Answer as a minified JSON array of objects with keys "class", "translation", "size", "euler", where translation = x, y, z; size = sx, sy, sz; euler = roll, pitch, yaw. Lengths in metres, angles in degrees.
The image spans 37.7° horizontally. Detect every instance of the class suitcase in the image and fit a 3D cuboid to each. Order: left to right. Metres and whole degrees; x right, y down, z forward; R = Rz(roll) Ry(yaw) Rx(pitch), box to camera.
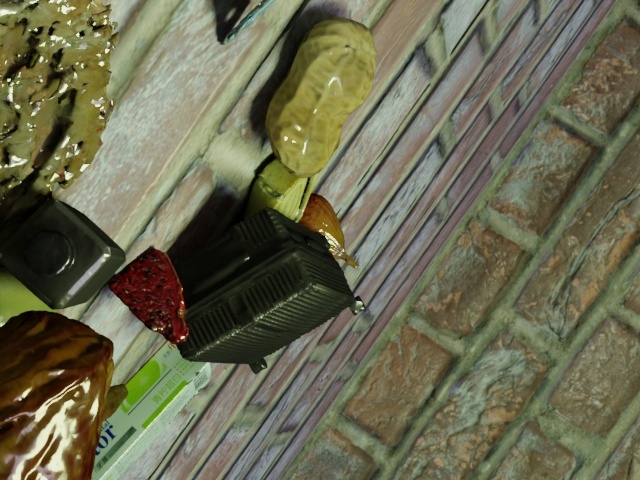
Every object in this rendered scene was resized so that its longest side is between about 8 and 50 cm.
[{"class":"suitcase","translation":[-0.087,0.084,1.423],"size":[0.229,0.152,0.335],"euler":[-32,166,7]}]

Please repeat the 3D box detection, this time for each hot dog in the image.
[{"class":"hot dog","translation":[-0.293,0.246,0.796],"size":[0.267,0.174,0.387],"euler":[166,-64,-76]}]

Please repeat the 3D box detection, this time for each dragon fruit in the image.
[{"class":"dragon fruit","translation":[-0.213,0.086,1.242],"size":[0.097,0.131,0.063],"euler":[-35,160,-34]}]

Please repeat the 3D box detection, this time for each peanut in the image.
[{"class":"peanut","translation":[0.001,-0.198,1.309],"size":[0.233,0.110,0.197],"euler":[-59,168,14]}]

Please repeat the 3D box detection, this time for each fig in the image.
[{"class":"fig","translation":[-0.015,-0.001,1.620],"size":[0.119,0.153,0.119],"euler":[-21,154,-10]}]

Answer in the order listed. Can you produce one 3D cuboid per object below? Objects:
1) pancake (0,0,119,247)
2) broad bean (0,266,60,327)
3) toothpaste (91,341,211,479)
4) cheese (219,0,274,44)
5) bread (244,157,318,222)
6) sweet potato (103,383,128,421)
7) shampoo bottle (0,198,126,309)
[{"class":"pancake","translation":[-0.303,-0.078,0.746],"size":[0.382,0.071,0.382],"euler":[-48,167,-15]},{"class":"broad bean","translation":[-0.349,0.150,0.986],"size":[0.189,0.121,0.263],"euler":[-18,138,-52]},{"class":"toothpaste","translation":[-0.308,0.298,1.463],"size":[0.336,0.081,0.067],"euler":[-47,162,-25]},{"class":"cheese","translation":[-0.017,-0.313,1.075],"size":[0.245,0.052,0.135],"euler":[-46,-168,-13]},{"class":"bread","translation":[-0.064,-0.068,1.465],"size":[0.117,0.064,0.156],"euler":[-28,151,-50]},{"class":"sweet potato","translation":[-0.352,0.251,1.279],"size":[0.077,0.077,0.243],"euler":[-65,170,30]},{"class":"shampoo bottle","translation":[-0.250,0.015,0.925],"size":[0.079,0.080,0.246],"euler":[-48,-175,-6]}]
